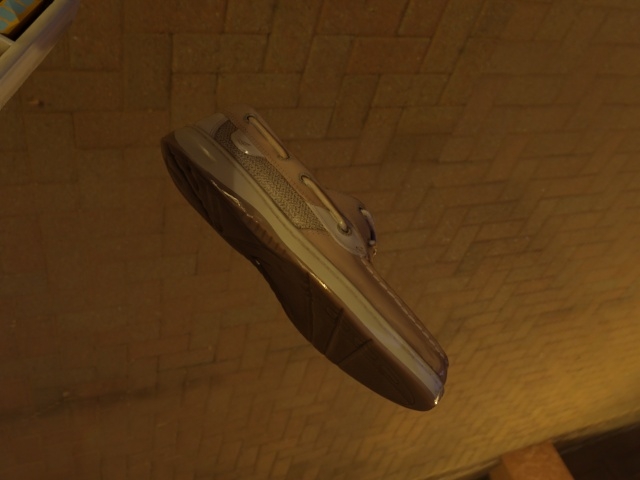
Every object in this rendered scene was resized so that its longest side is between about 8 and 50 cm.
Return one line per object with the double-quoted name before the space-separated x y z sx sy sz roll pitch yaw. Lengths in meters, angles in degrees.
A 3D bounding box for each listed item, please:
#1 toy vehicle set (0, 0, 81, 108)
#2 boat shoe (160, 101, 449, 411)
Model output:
"toy vehicle set" -0.243 -0.102 0.282 0.166 0.266 0.035 28 132 -19
"boat shoe" 0.000 0.000 0.538 0.110 0.341 0.121 -38 167 -25
